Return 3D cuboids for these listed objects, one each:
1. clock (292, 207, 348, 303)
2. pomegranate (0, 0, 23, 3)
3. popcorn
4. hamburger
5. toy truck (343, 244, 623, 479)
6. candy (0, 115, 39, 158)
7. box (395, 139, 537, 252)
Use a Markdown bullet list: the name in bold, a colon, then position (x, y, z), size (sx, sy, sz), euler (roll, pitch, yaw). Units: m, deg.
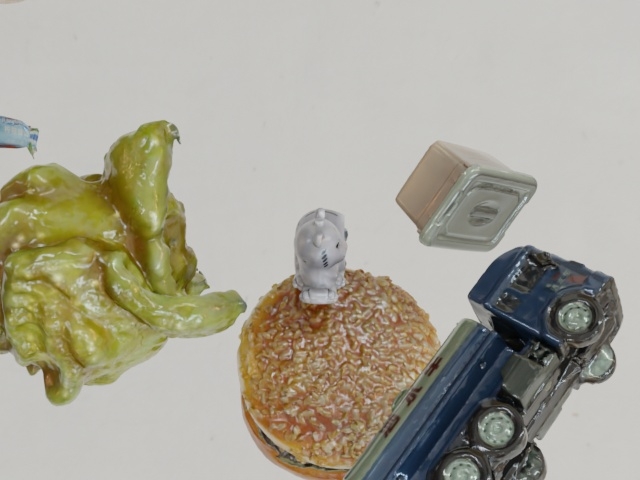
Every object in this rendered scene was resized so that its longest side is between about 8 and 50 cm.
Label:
- **clock**: position (0.001, 0.000, 1.383), size (0.080, 0.176, 0.117), euler (3, 118, 1)
- **pomegranate**: position (-0.506, -0.540, 1.417), size (0.410, 0.410, 0.410), euler (0, 85, -4)
- **popcorn**: position (-0.257, 0.046, 1.148), size (0.326, 0.321, 0.290), euler (31, 58, 13)
- **hamburger**: position (0.029, 0.212, 1.495), size (0.330, 0.250, 0.330), euler (0, 61, 0)
- **toy truck**: position (0.092, 0.099, 0.550), size (0.088, 0.074, 0.201), euler (29, 74, 37)
- **candy**: position (-0.252, -0.083, 0.763), size (0.020, 0.083, 0.030), euler (1, 90, 19)
- **box**: position (0.132, -0.042, 0.874), size (0.062, 0.122, 0.089), euler (48, 117, 33)
